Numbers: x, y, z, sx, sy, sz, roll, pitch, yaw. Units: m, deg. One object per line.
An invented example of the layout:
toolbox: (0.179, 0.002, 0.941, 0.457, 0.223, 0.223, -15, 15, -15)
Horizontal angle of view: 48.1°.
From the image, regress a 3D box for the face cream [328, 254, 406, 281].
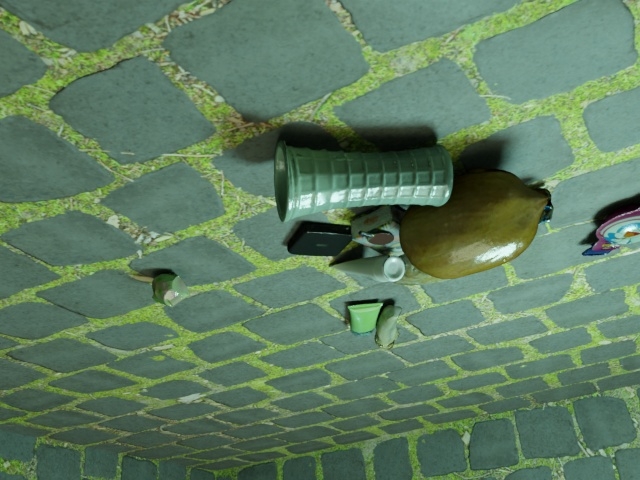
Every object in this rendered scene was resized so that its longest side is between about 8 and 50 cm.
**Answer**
face cream: (0.110, 0.064, 1.622, 0.092, 0.058, 0.244, 9, 174, -23)

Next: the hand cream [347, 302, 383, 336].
hand cream: (0.120, 0.216, 1.991, 0.095, 0.046, 0.175, -4, 146, -3)

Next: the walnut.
walnut: (0.292, -0.028, 1.376, 0.298, 0.203, 0.203, -15, 152, 31)

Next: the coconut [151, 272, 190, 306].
coconut: (-0.350, 0.113, 1.652, 0.081, 0.082, 0.083, -29, -163, -10)

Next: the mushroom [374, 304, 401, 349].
mushroom: (0.191, 0.234, 2.001, 0.071, 0.084, 0.209, 23, 152, 11)

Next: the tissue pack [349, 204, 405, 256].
tissue pack: (0.148, -0.018, 1.526, 0.109, 0.060, 0.148, -26, 148, 31)

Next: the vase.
vase: (0.075, -0.111, 1.264, 0.299, 0.143, 0.143, -4, 153, -13)

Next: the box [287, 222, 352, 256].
box: (0.000, 0.000, 1.570, 0.126, 0.027, 0.125, 4, 153, -23)

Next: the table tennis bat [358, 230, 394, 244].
table tennis bat: (0.113, -0.007, 1.468, 0.083, 0.007, 0.050, 15, 146, -33)

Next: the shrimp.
shrimp: (0.332, 0.016, 1.597, 0.221, 0.110, 0.446, 6, 154, -35)

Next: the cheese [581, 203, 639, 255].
cheese: (0.691, -0.018, 1.646, 0.155, 0.062, 0.244, -1, 153, -15)
